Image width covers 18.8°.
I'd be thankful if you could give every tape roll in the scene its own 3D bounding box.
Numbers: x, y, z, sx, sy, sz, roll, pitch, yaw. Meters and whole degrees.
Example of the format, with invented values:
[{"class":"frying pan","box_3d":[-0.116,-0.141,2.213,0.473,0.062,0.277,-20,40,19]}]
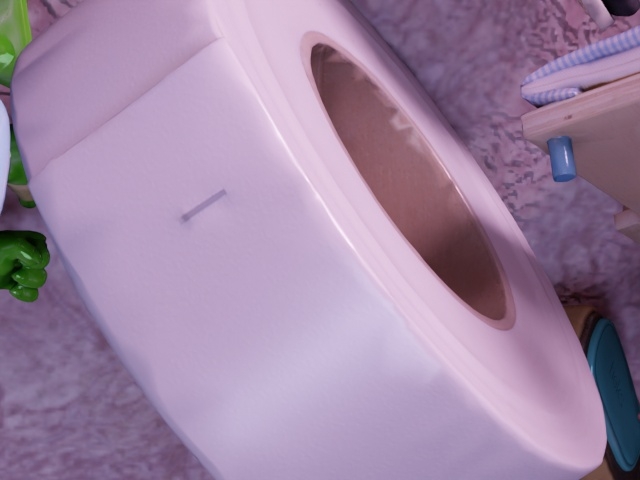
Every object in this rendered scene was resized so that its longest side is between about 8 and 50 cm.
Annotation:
[{"class":"tape roll","box_3d":[0.000,0.000,0.813,0.100,0.286,0.286,-34,122,16]}]

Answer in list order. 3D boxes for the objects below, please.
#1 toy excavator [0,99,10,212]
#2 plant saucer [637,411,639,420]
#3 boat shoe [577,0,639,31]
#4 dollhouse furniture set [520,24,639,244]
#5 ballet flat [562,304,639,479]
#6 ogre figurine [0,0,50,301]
[{"class":"toy excavator","box_3d":[-0.178,-0.087,0.660,0.445,0.433,0.222,-27,130,20]},{"class":"plant saucer","box_3d":[0.314,0.071,0.979,0.259,0.048,0.258,-31,153,13]},{"class":"boat shoe","box_3d":[0.111,-0.193,0.816,0.079,0.084,0.233,-17,122,4]},{"class":"dollhouse furniture set","box_3d":[0.196,-0.135,0.804,0.303,0.198,0.286,-19,154,30]},{"class":"ballet flat","box_3d":[0.152,0.123,1.063,0.073,0.080,0.232,-4,128,30]},{"class":"ogre figurine","box_3d":[-0.186,-0.059,0.863,0.118,0.097,0.197,-9,138,-16]}]
